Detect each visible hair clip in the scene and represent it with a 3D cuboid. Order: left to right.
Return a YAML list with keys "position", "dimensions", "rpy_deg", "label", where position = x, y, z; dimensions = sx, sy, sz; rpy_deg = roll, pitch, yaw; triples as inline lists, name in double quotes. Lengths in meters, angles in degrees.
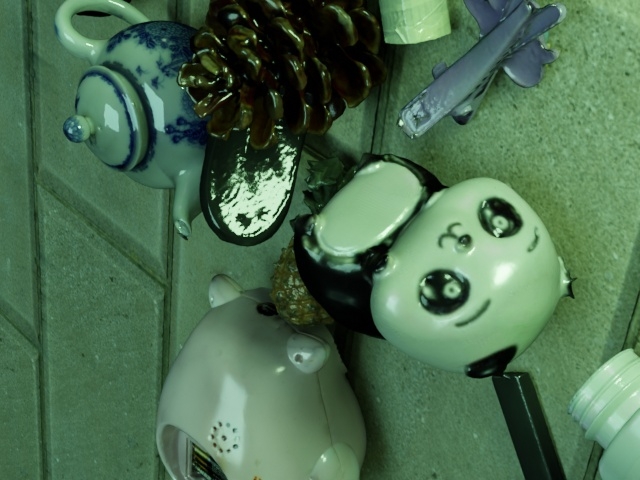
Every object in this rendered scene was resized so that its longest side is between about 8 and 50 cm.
- position: [0.191, -0.220, 1.481]
  dimensions: [0.278, 0.090, 0.137]
  rpy_deg: [-42, 74, 47]
  label: "hair clip"

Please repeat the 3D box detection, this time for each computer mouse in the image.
- position: [-0.096, -0.119, 1.787]
  dimensions: [0.086, 0.137, 0.270]
  rpy_deg: [145, 137, -75]
  label: "computer mouse"

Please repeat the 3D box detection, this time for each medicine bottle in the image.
- position: [0.426, 0.269, 1.418]
  dimensions: [0.324, 0.124, 0.179]
  rpy_deg: [45, 138, 24]
  label: "medicine bottle"

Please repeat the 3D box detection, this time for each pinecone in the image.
- position: [-0.045, -0.235, 1.604]
  dimensions: [0.244, 0.309, 0.244]
  rpy_deg: [27, 145, 21]
  label: "pinecone"

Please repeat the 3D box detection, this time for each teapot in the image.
- position: [-0.259, -0.195, 1.879]
  dimensions: [0.424, 0.280, 0.252]
  rpy_deg: [59, 141, 13]
  label: "teapot"
- position: [0.096, -0.344, 1.535]
  dimensions: [0.107, 0.077, 0.200]
  rpy_deg: [24, 128, 58]
  label: "teapot"

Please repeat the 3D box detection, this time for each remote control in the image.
- position: [0.287, 0.287, 1.680]
  dimensions: [0.063, 0.025, 0.245]
  rpy_deg: [-12, 100, 49]
  label: "remote control"

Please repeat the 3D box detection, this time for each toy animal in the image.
- position: [0.147, 0.034, 1.556]
  dimensions: [0.310, 0.251, 0.251]
  rpy_deg: [30, 130, 40]
  label: "toy animal"

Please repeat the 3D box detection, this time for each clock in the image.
- position: [-0.102, 0.268, 1.959]
  dimensions: [0.368, 0.250, 0.377]
  rpy_deg: [31, 131, 38]
  label: "clock"

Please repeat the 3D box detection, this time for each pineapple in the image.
- position: [-0.001, 0.000, 1.805]
  dimensions: [0.128, 0.128, 0.248]
  rpy_deg: [36, 130, 34]
  label: "pineapple"

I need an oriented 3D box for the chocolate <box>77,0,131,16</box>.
- position: [-0.359, -0.427, 2.012]
  dimensions: [0.124, 0.127, 0.133]
  rpy_deg: [-24, 69, 44]
  label: "chocolate"
